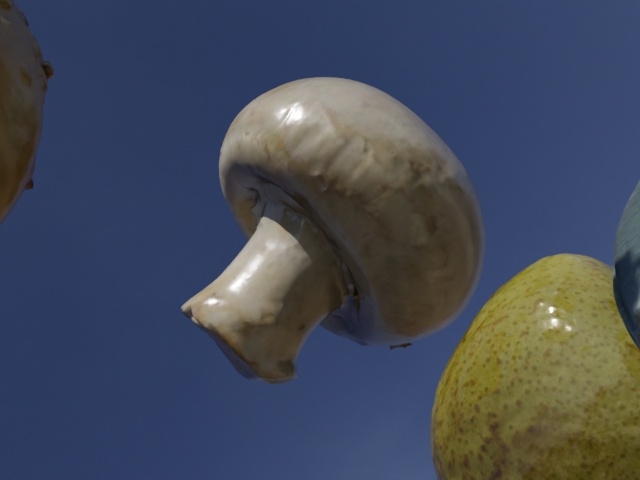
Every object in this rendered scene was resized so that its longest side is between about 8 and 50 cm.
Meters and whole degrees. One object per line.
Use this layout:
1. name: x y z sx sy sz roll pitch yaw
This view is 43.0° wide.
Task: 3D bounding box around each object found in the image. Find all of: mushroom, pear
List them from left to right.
1. mushroom: 0.000 0.000 0.791 0.290 0.297 0.297 -42 -41 -23
2. pear: 0.186 0.129 0.515 0.188 0.228 0.211 -20 -47 -56

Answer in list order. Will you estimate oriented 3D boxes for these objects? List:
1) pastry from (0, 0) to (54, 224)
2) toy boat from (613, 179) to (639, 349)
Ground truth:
1. pastry: -0.358 -0.113 0.600 0.284 0.316 0.184 -41 -29 0
2. toy boat: 0.249 -0.043 0.391 0.319 0.141 0.092 -33 -69 -23
